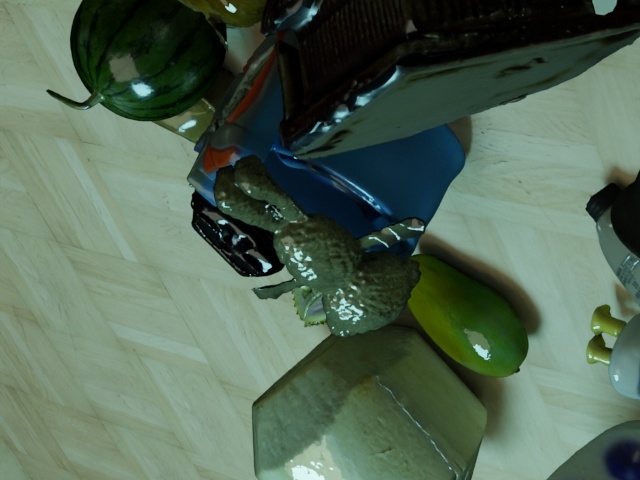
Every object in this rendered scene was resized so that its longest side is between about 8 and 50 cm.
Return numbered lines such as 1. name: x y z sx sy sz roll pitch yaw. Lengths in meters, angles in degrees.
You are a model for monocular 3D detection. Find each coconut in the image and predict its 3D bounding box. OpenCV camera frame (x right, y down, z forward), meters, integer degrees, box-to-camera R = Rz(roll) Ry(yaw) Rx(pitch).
1. coconut: 0.067 0.274 2.393 0.323 0.323 0.323 32 150 21

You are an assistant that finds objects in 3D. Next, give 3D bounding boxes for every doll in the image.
1. doll: -0.012 0.012 1.949 0.203 0.286 0.091 -59 34 31
2. doll: 0.418 0.153 1.963 0.293 0.119 0.138 25 125 40

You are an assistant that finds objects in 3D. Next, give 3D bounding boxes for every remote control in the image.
1. remote control: -0.112 -0.030 2.245 0.144 0.062 0.399 45 -176 -8

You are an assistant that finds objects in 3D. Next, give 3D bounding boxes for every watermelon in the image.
1. watermelon: -0.211 -0.229 2.137 0.188 0.215 0.188 33 158 15

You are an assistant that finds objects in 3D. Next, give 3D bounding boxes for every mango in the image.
1. mango: 0.179 0.095 2.223 0.191 0.085 0.122 41 161 29

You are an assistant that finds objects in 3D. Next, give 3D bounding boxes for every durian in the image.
1. durian: 0.044 0.035 2.293 0.208 0.102 0.146 -4 91 55

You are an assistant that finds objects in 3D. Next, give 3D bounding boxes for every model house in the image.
1. model house: 0.103 -0.265 1.691 0.317 0.297 0.282 -33 70 58

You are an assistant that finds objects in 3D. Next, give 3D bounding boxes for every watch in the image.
1. watch: 0.004 -0.091 2.067 0.274 0.241 0.305 32 166 -8

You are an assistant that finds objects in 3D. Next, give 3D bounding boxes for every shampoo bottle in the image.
1. shampoo bottle: 0.369 0.045 1.872 0.257 0.078 0.127 51 159 17

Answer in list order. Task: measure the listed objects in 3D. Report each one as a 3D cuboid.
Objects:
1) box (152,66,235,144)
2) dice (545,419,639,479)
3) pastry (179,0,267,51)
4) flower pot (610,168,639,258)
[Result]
1. box: -0.181 -0.184 2.279 0.177 0.111 0.111 31 150 23
2. dice: 0.388 0.373 2.113 0.259 0.243 0.251 43 168 25
3. pastry: -0.134 -0.378 1.917 0.329 0.136 0.330 33 152 20
4. flower pot: 0.384 -0.071 1.618 0.235 0.235 0.148 22 126 35
